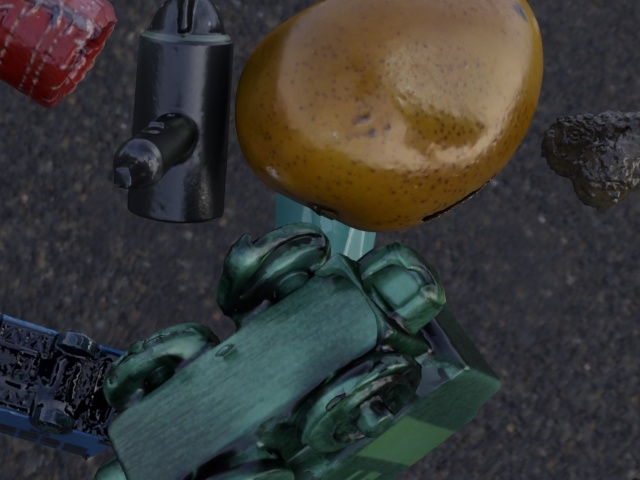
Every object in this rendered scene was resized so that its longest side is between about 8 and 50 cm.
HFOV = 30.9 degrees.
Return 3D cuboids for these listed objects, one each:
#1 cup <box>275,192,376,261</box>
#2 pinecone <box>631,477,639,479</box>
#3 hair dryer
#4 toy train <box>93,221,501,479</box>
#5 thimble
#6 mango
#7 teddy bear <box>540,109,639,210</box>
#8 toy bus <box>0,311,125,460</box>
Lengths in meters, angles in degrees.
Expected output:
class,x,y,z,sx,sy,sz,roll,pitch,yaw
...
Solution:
class,x,y,z,sx,sy,sz,roll,pitch,yaw
cup,0.000,0.000,1.466,0.134,0.148,0.235,4,98,-37
pinecone,0.317,0.234,0.797,0.264,0.264,0.264,14,52,-18
hair dryer,-0.111,-0.093,0.831,0.078,0.195,0.248,5,15,0
toy train,-0.020,0.119,0.874,0.166,0.299,0.238,58,13,27
thimble,-0.355,-0.267,1.514,0.125,0.163,0.189,33,5,-8
mango,0.072,-0.116,0.927,0.290,0.160,0.191,-34,92,-27
teddy bear,0.332,-0.062,1.012,0.251,0.129,0.182,21,20,-9
toy bus,-0.257,0.121,1.002,0.185,0.106,0.090,20,62,-12
